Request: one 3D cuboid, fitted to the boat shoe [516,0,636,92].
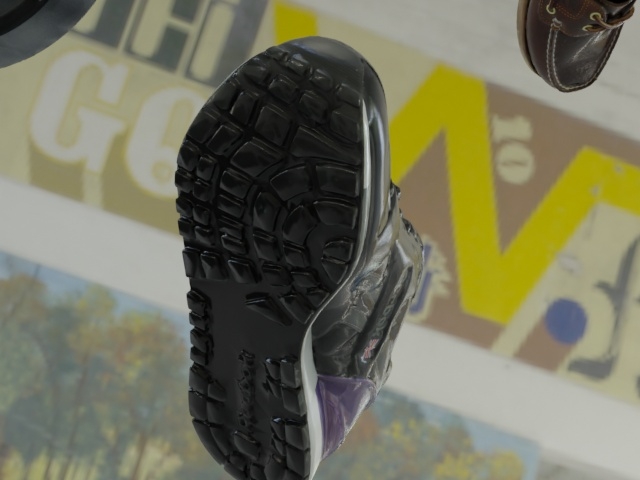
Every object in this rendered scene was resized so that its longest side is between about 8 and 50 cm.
[{"bbox_3d":[0.180,-0.177,0.939,0.073,0.073,0.207,52,-22,39],"label":"boat shoe"}]

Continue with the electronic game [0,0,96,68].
[{"bbox_3d":[-0.221,-0.205,0.792,0.229,0.229,0.048,18,23,-4],"label":"electronic game"}]

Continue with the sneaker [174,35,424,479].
[{"bbox_3d":[0.000,0.000,0.729,0.107,0.124,0.283,32,-43,22],"label":"sneaker"}]
